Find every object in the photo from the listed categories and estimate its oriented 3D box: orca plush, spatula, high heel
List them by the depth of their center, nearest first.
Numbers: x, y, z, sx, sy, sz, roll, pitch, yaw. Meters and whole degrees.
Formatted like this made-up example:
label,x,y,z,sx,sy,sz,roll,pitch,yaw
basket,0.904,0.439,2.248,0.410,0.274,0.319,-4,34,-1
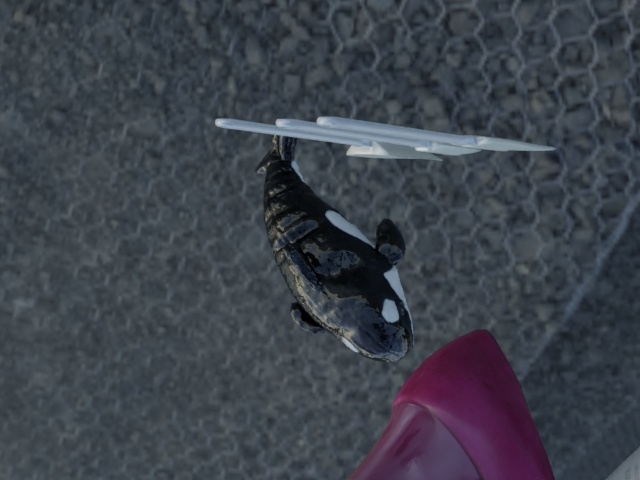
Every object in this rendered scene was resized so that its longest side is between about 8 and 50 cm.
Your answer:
label,x,y,z,sx,sy,sz,roll,pitch,yaw
high heel,0.194,0.242,0.961,0.377,0.181,0.127,48,150,-7
spatula,0.046,-0.078,1.032,0.242,0.019,0.168,2,-177,-42
orca plush,0.000,0.000,1.385,0.151,0.287,0.102,-24,162,20

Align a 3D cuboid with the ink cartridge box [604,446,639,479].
label,x,y,z,sx,sy,sz,roll,pitch,yaw
ink cartridge box,0.279,0.109,0.757,0.072,0.303,0.307,37,107,4
